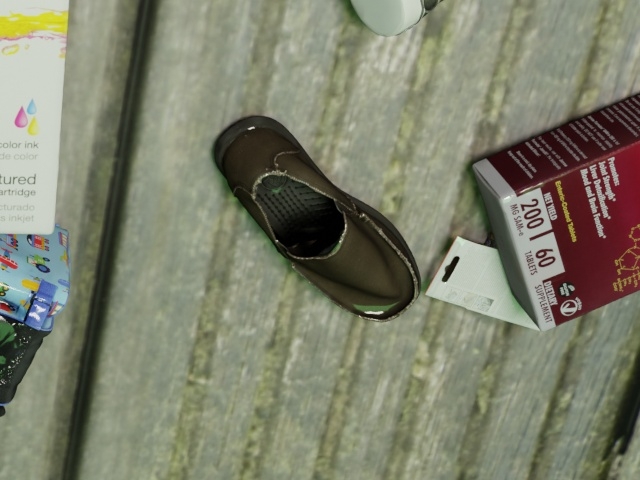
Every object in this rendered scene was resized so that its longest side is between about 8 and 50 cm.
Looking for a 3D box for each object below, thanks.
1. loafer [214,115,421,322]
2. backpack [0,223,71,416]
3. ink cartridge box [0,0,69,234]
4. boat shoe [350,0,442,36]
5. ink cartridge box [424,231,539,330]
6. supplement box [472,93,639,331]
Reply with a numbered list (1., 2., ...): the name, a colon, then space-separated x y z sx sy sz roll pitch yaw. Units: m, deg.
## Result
1. loafer: 0.000 0.000 1.349 0.080 0.078 0.220 -40 121 14
2. backpack: -0.279 0.026 1.266 0.173 0.158 0.117 26 108 -15
3. ink cartridge box: -0.272 -0.151 1.169 0.201 0.117 0.278 1 121 -13
4. boat shoe: 0.037 -0.251 1.207 0.070 0.078 0.219 -37 126 -30
5. ink cartridge box: 0.145 0.029 1.431 0.115 0.029 0.063 17 117 -21
6. supplement box: 0.253 -0.039 1.366 0.239 0.073 0.130 -24 119 -5
